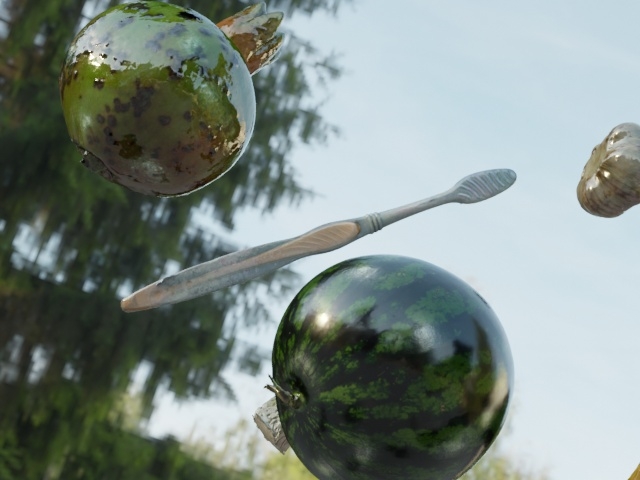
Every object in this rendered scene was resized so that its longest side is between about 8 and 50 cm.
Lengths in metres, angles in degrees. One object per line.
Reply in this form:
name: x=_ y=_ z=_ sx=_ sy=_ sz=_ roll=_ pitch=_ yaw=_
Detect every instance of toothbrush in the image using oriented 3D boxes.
toothbrush: x=0.000 y=0.000 z=1.195 sx=0.375 sy=0.028 sz=0.037 roll=-18 pitch=-3 yaw=-6

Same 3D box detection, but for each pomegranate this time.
pomegranate: x=-0.110 y=-0.122 z=1.045 sx=0.159 sy=0.205 sz=0.159 roll=36 pitch=-31 yaw=26

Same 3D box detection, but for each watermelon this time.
watermelon: x=0.076 y=0.148 z=1.418 sx=0.269 sy=0.269 sz=0.269 roll=17 pitch=-19 yaw=6

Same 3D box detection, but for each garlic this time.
garlic: x=0.475 y=-0.103 z=2.107 sx=0.102 sy=0.159 sz=0.147 roll=29 pitch=-14 yaw=-13

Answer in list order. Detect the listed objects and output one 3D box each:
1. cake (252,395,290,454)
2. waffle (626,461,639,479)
cake: x=-0.018 y=0.196 z=1.563 sx=0.052 sy=0.121 sz=0.065 roll=47 pitch=-22 yaw=32
waffle: x=0.524 y=0.359 z=1.602 sx=0.327 sy=0.224 sz=0.098 roll=30 pitch=17 yaw=13
